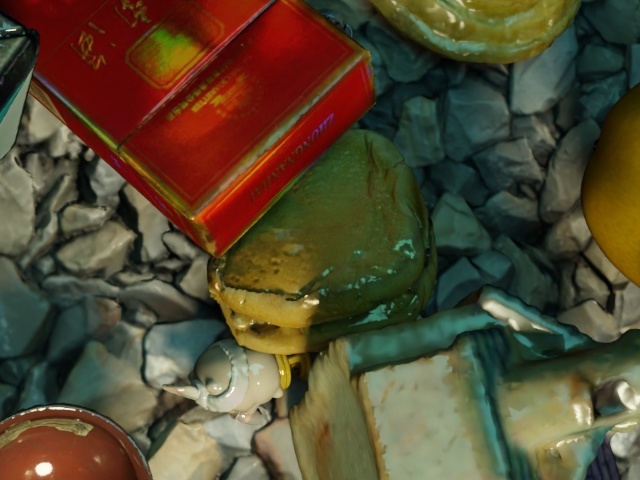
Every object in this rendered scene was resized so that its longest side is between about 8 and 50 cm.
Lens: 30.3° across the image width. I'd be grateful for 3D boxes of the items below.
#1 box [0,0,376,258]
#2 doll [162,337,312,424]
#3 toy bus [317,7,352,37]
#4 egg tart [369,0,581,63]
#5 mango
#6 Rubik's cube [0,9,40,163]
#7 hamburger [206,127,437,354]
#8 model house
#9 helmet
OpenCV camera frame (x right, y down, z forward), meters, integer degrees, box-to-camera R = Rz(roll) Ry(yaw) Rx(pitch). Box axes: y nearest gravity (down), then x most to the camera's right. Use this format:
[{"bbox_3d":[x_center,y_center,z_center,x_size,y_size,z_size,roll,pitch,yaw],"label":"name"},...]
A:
[{"bbox_3d":[-0.132,-0.158,0.995,0.313,0.089,0.197,40,76,22],"label":"box"},{"bbox_3d":[-0.071,0.125,1.023,0.127,0.073,0.084,-16,112,-22],"label":"doll"},{"bbox_3d":[-0.058,-0.193,1.110,0.167,0.076,0.073,22,69,-7],"label":"toy bus"},{"bbox_3d":[0.165,-0.321,1.192,0.290,0.115,0.290,5,74,-17],"label":"egg tart"},{"bbox_3d":[0.414,-0.015,1.102,0.378,0.264,0.221,29,97,-10],"label":"mango"},{"bbox_3d":[-0.383,-0.086,0.892,0.250,0.248,0.246,32,69,-7],"label":"Rubik's cube"},{"bbox_3d":[0.002,0.000,1.014,0.213,0.108,0.214,-7,42,6],"label":"hamburger"},{"bbox_3d":[0.148,0.173,0.936,0.280,0.312,0.245,-11,75,-13],"label":"model house"},{"bbox_3d":[-0.210,0.218,0.932,0.155,0.106,0.175,-19,85,-18],"label":"helmet"}]
